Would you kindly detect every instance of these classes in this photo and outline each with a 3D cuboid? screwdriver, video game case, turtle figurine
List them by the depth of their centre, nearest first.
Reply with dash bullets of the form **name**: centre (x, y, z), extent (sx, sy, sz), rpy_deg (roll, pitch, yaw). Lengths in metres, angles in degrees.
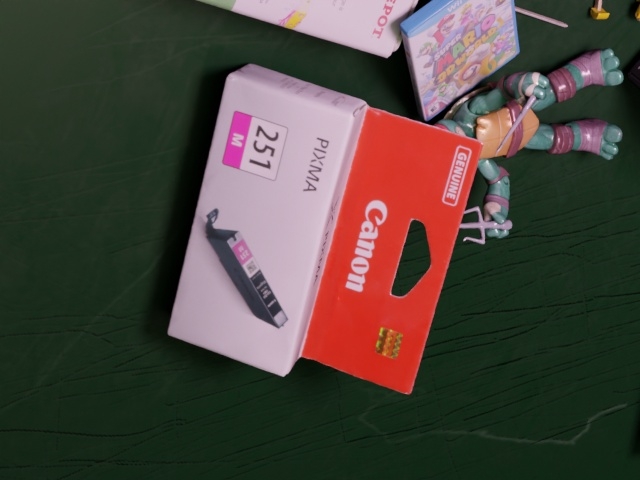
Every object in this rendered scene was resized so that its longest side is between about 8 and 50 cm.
- **video game case**: centre (0.133, -0.188, 1.761), extent (0.119, 0.015, 0.166), rpy_deg (-36, 154, -8)
- **screwdriver**: centre (0.171, -0.226, 1.812), extent (0.170, 0.024, 0.025), rpy_deg (19, 77, -28)
- **turtle figurine**: centre (0.185, -0.106, 1.820), extent (0.234, 0.118, 0.175), rpy_deg (-21, 139, -28)

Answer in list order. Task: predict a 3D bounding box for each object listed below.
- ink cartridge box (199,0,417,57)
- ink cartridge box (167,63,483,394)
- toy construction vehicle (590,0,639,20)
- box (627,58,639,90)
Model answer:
- **ink cartridge box**: centre (-0.010, -0.271, 1.684), extent (0.212, 0.093, 0.154), rpy_deg (14, 110, -23)
- **ink cartridge box**: centre (0.000, 0.000, 1.769), extent (0.239, 0.060, 0.275), rpy_deg (19, 111, 12)
- **toy construction vehicle**: centre (0.311, -0.260, 1.836), extent (0.086, 0.035, 0.098), rpy_deg (-9, 133, -25)
- **box**: centre (0.416, -0.178, 1.842), extent (0.180, 0.147, 0.077), rpy_deg (-48, 132, 8)
